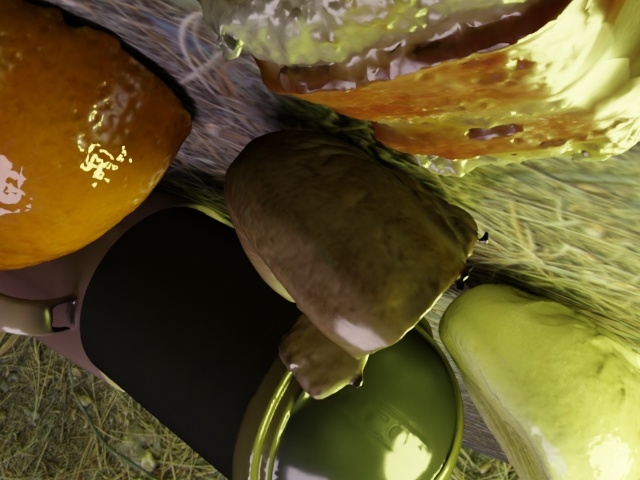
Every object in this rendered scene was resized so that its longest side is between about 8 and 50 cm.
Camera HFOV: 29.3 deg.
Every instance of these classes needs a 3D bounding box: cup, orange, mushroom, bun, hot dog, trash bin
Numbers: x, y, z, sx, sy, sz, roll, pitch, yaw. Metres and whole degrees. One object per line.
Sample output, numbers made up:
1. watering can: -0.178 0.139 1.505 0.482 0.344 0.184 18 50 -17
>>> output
1. cup: -0.240 0.031 1.189 0.200 0.191 0.253 22 -156 32
2. orange: -0.243 -0.102 0.923 0.274 0.274 0.310 30 -162 -31
3. mushroom: 0.000 0.000 0.792 0.151 0.156 0.285 42 176 -1
4. bun: 0.191 0.114 0.981 0.222 0.127 0.222 60 178 3
5. hot dog: 0.052 -0.084 0.390 0.146 0.103 0.213 -6 167 24
6. trash bin: -0.031 0.113 1.030 0.334 0.214 0.214 32 175 32
